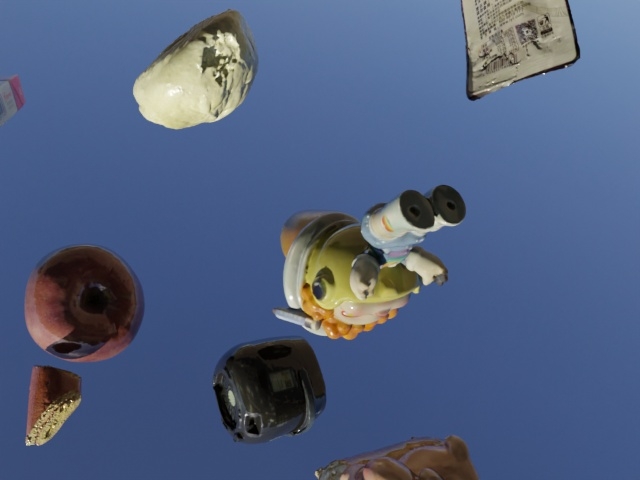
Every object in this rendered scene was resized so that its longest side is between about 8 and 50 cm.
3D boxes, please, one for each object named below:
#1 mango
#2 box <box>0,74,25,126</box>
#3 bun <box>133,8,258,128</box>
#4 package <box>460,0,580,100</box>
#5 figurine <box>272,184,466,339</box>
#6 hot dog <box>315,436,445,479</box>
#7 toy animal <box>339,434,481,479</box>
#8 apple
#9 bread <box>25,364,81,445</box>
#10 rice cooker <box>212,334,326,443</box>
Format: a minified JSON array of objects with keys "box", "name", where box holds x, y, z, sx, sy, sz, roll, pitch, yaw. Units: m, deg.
[{"box":[-0.002,0.004,1.309,0.254,0.139,0.175,11,-142,45],"name":"mango"},{"box":[-0.432,-0.165,0.668,0.100,0.048,0.152,-7,-151,-12],"name":"box"},{"box":[-0.186,-0.252,0.857,0.134,0.220,0.220,51,-146,-27],"name":"bun"},{"box":[0.254,-0.323,0.741,0.030,0.154,0.240,2,-100,-45],"name":"package"},{"box":[0.092,0.014,0.854,0.224,0.382,0.205,-6,-112,-37],"name":"figurine"},{"box":[0.179,0.597,1.150,0.365,0.368,0.196,-4,-170,-37],"name":"hot dog"},{"box":[0.103,0.342,0.688,0.197,0.171,0.171,-13,-131,-29],"name":"toy animal"},{"box":[-0.598,0.160,1.389,0.305,0.235,0.306,12,-112,-33],"name":"apple"},{"box":[-0.591,0.337,1.213,0.119,0.067,0.192,-28,-128,7],"name":"bread"},{"box":[-0.130,0.365,1.344,0.224,0.267,0.267,-9,-133,-33],"name":"rice cooker"}]
